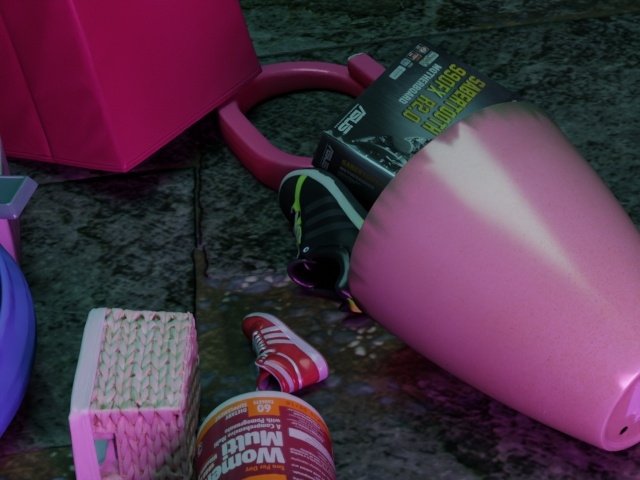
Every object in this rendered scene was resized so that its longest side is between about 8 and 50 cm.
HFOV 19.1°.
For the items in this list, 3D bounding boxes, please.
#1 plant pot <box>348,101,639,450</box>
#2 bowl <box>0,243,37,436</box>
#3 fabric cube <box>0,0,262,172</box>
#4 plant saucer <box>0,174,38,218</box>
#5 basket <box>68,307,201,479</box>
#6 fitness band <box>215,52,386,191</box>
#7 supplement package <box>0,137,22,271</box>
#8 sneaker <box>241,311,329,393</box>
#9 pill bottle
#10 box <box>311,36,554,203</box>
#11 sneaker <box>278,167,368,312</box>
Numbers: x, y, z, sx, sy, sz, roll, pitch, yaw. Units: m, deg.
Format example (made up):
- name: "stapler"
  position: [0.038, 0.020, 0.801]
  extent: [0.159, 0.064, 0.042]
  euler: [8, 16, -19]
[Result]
- name: "plant pot"
  position: [0.209, 0.054, 1.728]
  extent: [0.256, 0.256, 0.274]
  euler: [-27, 53, -27]
- name: "bowl"
  position: [-0.469, 0.100, 1.818]
  extent: [0.391, 0.077, 0.391]
  euler: [-5, 48, 6]
- name: "fabric cube"
  position: [-0.268, -0.260, 2.216]
  extent: [0.259, 0.258, 0.254]
  euler: [9, 38, 41]
- name: "plant saucer"
  position: [-0.395, -0.048, 1.984]
  extent: [0.192, 0.018, 0.067]
  euler: [2, 36, 15]
- name: "basket"
  position: [-0.167, 0.150, 1.747]
  extent: [0.103, 0.113, 0.167]
  euler: [-1, 33, 3]
- name: "fitness band"
  position: [-0.003, -0.141, 2.212]
  extent: [0.209, 0.054, 0.291]
  euler: [-19, 34, -18]
- name: "supplement package"
  position: [-0.386, -0.027, 2.063]
  extent: [0.105, 0.105, 0.179]
  euler: [-11, 33, -3]
- name: "sneaker"
  position: [-0.054, 0.112, 1.843]
  extent: [0.067, 0.042, 0.118]
  euler: [-26, 39, -32]
- name: "pill bottle"
  position: [-0.042, 0.235, 1.581]
  extent: [0.121, 0.121, 0.221]
  euler: [-8, 33, -1]
- name: "box"
  position: [0.125, -0.109, 2.074]
  extent: [0.183, 0.056, 0.231]
  euler: [32, 45, 12]
- name: "sneaker"
  position: [0.000, 0.000, 1.966]
  extent: [0.097, 0.084, 0.235]
  euler: [-23, 36, -21]
